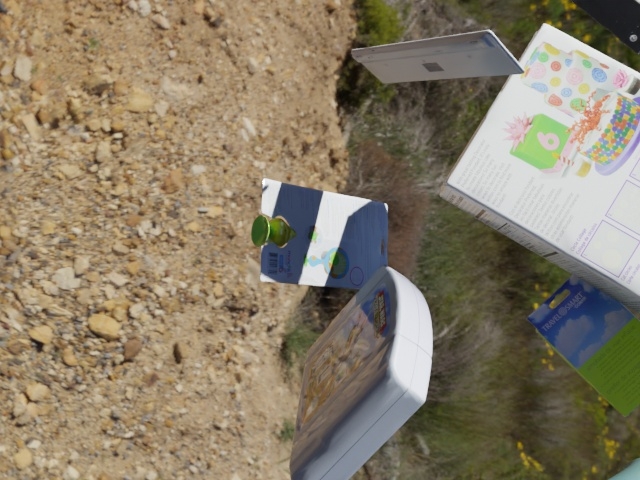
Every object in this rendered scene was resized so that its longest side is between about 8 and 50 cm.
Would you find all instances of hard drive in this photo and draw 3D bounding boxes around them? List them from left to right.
[{"bbox_3d":[0.436,-0.421,1.015,0.339,0.064,0.237,43,46,6],"label":"hard drive"}]

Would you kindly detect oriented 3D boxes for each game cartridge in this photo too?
[{"bbox_3d":[0.050,0.143,0.785,0.062,0.297,0.198,33,108,-8],"label":"game cartridge"}]

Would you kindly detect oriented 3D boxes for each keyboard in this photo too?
[{"bbox_3d":[0.133,-0.221,0.810,0.072,0.256,0.014,28,84,-33],"label":"keyboard"}]

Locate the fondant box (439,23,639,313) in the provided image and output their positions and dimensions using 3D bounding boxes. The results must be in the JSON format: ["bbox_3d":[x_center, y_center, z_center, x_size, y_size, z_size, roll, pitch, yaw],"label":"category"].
[{"bbox_3d":[0.355,-0.081,0.830,0.330,0.096,0.238,32,89,7],"label":"fondant box"}]

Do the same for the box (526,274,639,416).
[{"bbox_3d":[0.382,0.136,0.896,0.109,0.178,0.042,-45,167,5],"label":"box"}]

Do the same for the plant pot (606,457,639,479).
[{"bbox_3d":[0.490,0.469,0.978,0.255,0.271,0.272,-31,110,-41],"label":"plant pot"}]

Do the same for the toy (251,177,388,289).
[{"bbox_3d":[0.000,0.000,0.942,0.237,0.056,0.137,9,77,-43],"label":"toy"}]
